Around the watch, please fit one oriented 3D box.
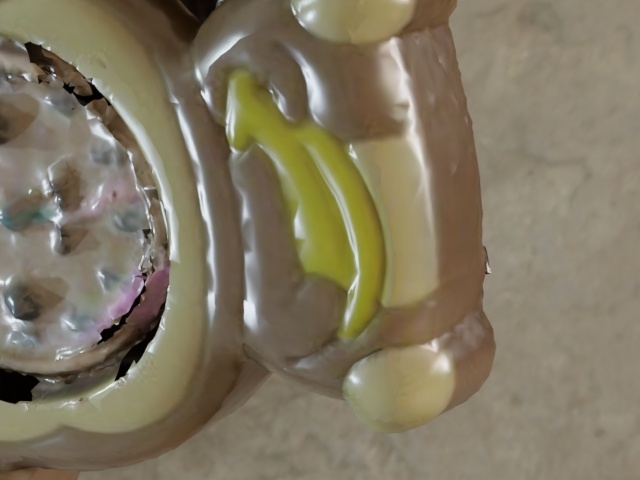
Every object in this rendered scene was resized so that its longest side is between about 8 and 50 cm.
[{"bbox_3d":[-0.052,-0.055,0.718,0.335,0.327,0.314,-3,108,23],"label":"watch"}]
